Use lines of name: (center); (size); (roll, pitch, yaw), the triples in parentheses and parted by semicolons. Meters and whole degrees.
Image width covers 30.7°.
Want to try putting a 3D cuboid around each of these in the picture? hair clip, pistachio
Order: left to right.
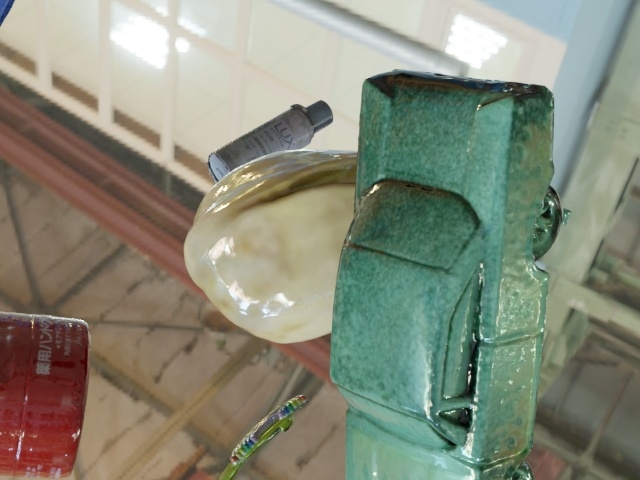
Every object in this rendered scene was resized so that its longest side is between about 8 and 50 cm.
hair clip: (-0.084, 0.240, 1.272); (0.033, 0.060, 0.188); (40, -102, -3)
pistachio: (0.000, 0.000, 1.342); (0.321, 0.238, 0.229); (-6, -122, -22)

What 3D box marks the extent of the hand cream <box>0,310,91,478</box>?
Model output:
hand cream: (-0.338, 0.177, 1.341); (0.125, 0.193, 0.193); (7, -136, -17)

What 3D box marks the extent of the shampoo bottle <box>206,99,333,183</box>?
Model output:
shampoo bottle: (-0.073, -0.154, 1.807); (0.214, 0.072, 0.072); (-33, -122, -26)

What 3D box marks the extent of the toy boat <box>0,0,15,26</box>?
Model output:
toy boat: (-0.137, -0.173, 0.288); (0.129, 0.295, 0.088); (-30, -136, -20)

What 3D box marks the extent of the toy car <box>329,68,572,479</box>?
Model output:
toy car: (0.069, 0.056, 0.746); (0.097, 0.320, 0.141); (-8, -164, -40)
